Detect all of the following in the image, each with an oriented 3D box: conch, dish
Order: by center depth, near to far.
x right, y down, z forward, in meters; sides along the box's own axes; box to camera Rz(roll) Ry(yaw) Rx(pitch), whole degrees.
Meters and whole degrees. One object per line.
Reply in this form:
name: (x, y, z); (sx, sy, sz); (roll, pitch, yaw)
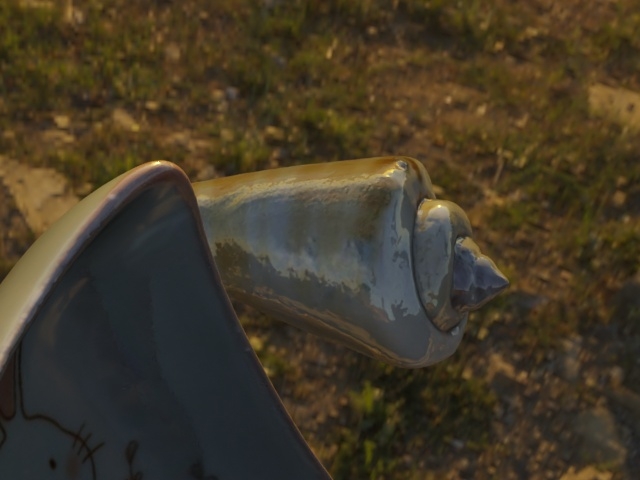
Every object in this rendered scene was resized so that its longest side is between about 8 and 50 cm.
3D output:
dish: (-0.054, 0.102, 0.443); (0.077, 0.212, 0.151); (-7, 39, 28)
conch: (0.004, -0.010, 0.999); (0.255, 0.127, 0.158); (19, 27, 12)
